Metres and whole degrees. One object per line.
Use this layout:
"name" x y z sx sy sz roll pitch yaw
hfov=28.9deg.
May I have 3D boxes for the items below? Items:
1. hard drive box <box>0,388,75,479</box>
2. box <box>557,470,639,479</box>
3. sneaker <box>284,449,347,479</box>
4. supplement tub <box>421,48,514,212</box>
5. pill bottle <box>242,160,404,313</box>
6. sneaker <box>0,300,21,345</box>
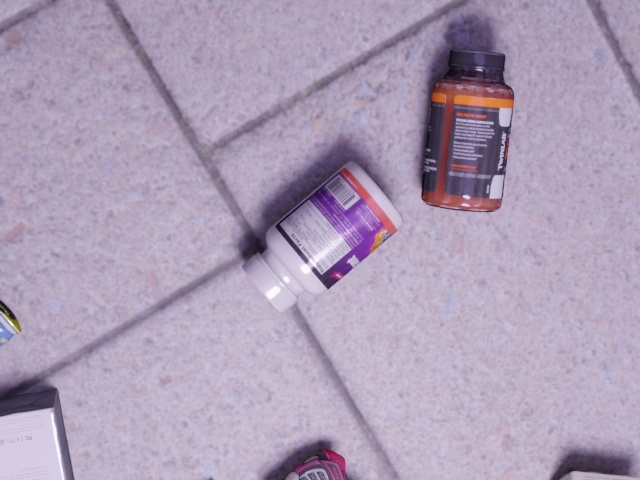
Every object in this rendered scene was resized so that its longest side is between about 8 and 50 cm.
"hard drive box" -0.401 0.322 1.559 0.181 0.089 0.232 -8 100 -6
"box" 0.367 0.447 1.617 0.113 0.094 0.275 9 64 -10
"sneaker" 0.063 0.408 1.627 0.112 0.121 0.299 -44 108 -20
"supplement tub" 0.187 -0.139 1.559 0.106 0.106 0.198 4 99 -9
"pill bottle" 0.000 0.000 1.554 0.193 0.108 0.108 -40 102 0
"sneaker" -0.438 0.079 1.534 0.059 0.053 0.144 -42 101 2
